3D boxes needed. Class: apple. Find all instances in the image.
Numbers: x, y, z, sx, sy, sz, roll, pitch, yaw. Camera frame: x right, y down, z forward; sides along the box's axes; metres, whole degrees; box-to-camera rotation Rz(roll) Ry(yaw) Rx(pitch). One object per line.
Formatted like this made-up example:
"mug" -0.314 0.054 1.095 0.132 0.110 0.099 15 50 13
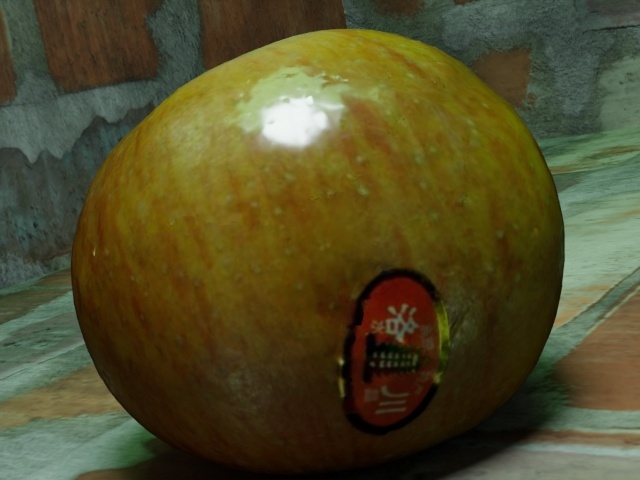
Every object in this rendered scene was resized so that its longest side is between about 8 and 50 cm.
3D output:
"apple" 0.000 0.000 0.853 0.400 0.333 0.400 -10 10 2
